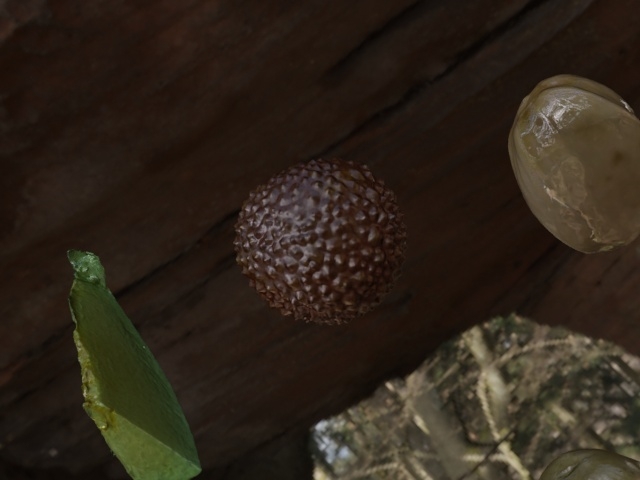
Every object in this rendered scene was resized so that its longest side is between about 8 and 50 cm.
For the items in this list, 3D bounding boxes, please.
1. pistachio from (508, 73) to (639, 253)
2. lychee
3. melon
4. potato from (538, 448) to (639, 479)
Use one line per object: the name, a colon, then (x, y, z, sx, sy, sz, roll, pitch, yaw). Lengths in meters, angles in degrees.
pistachio: (0.284, -0.080, 0.974, 0.137, 0.153, 0.238, -54, -39, -17)
lychee: (0.000, 0.000, 1.471, 0.276, 0.304, 0.275, -20, -43, -20)
melon: (-0.185, 0.103, 0.789, 0.053, 0.261, 0.114, -42, -42, 10)
potato: (0.452, 0.448, 1.440, 0.221, 0.243, 0.326, -63, -23, -9)
